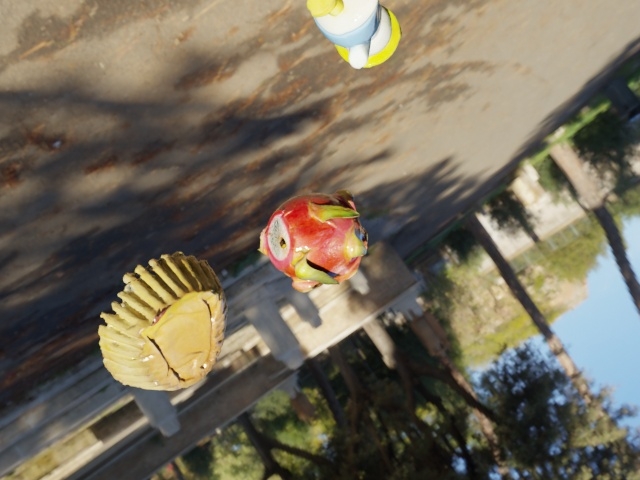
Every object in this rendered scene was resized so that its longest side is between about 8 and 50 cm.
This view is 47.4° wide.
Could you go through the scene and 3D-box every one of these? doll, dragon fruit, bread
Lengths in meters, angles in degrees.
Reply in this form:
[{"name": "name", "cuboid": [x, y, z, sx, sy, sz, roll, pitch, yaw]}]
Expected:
[{"name": "doll", "cuboid": [0.047, -0.294, 0.960, 0.098, 0.135, 0.241, -40, 168, 8]}, {"name": "dragon fruit", "cuboid": [-0.003, 0.000, 1.569, 0.227, 0.224, 0.224, -2, 160, -26]}, {"name": "bread", "cuboid": [-0.274, 0.165, 1.342, 0.274, 0.149, 0.274, -25, 132, -32]}]
